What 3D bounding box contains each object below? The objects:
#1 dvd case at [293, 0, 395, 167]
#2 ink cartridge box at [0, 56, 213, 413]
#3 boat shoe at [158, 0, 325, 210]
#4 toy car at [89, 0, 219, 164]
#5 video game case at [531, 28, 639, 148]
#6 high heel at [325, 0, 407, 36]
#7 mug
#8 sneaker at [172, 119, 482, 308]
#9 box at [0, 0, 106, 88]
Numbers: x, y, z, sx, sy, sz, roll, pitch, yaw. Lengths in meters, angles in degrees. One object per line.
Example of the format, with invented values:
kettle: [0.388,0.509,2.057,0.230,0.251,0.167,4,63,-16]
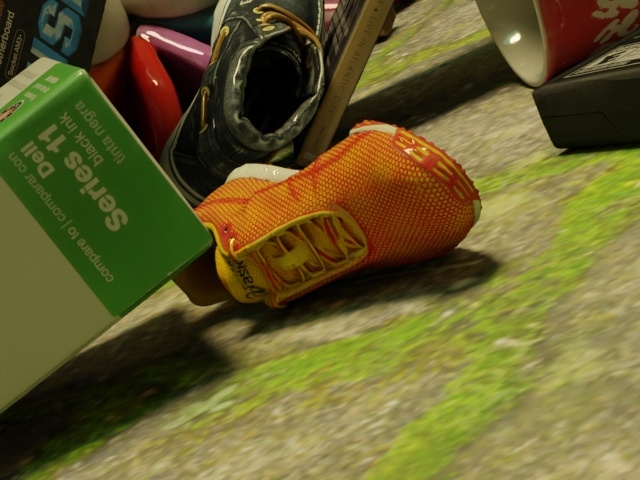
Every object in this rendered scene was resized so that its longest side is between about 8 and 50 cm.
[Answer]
dvd case: [0.035,-0.154,1.091,0.164,0.018,0.221,-96,29,-77]
ink cartridge box: [-0.159,0.024,0.788,0.208,0.087,0.153,-39,14,-7]
boat shoe: [-0.022,-0.098,1.052,0.083,0.065,0.183,-39,25,49]
toy car: [-0.095,-0.081,1.129,0.136,0.159,0.182,31,47,32]
video game case: [0.255,-0.109,0.779,0.248,0.035,0.275,-31,13,-27]
high heel: [0.007,-0.191,1.485,0.117,0.082,0.244,-10,29,16]
mug: [0.160,-0.163,1.014,0.169,0.113,0.150,-22,14,-6]
sneaker: [0.000,0.000,0.777,0.067,0.064,0.175,-50,17,-30]
box: [-0.208,-0.088,1.046,0.073,0.295,0.293,18,-10,-31]
